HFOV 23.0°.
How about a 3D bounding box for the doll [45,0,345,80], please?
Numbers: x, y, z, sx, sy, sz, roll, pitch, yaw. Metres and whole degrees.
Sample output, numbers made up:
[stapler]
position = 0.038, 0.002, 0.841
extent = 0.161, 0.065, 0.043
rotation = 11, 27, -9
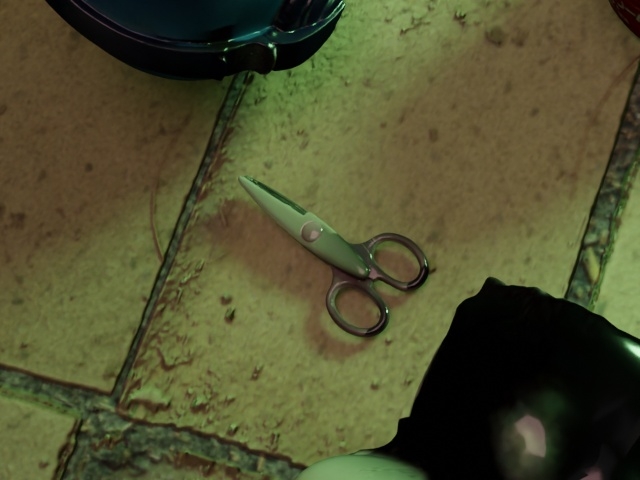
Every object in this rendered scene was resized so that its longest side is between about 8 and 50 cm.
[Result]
[doll]
position = -0.093, -0.272, 1.246
extent = 0.284, 0.240, 0.310
rotation = 28, 62, 1

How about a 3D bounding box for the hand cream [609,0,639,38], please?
[hand cream]
position = 0.289, -0.236, 1.146
extent = 0.193, 0.125, 0.193
rotation = -8, 64, 17

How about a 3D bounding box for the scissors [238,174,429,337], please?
[scissors]
position = 0.000, 0.000, 1.207
extent = 0.176, 0.022, 0.085
rotation = 38, 85, 26

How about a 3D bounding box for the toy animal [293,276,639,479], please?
[toy animal]
position = 0.097, 0.199, 0.953
extent = 0.251, 0.251, 0.310
rotation = 31, 78, 28
